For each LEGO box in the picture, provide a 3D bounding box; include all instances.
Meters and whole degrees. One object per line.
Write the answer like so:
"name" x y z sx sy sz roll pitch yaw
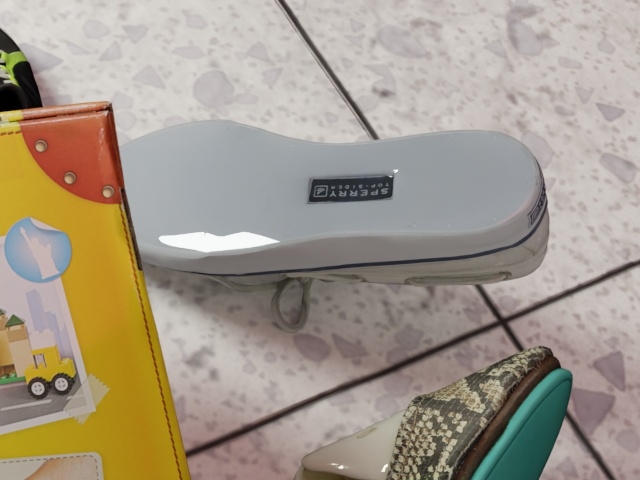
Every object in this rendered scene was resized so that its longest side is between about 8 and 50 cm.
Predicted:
"LEGO box" -0.341 0.145 1.006 0.500 0.193 0.372 -9 79 -25

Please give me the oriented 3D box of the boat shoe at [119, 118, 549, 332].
"boat shoe" 0.003 -0.007 1.343 0.367 0.156 0.136 -2 57 15

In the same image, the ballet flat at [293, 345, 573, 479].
"ballet flat" 0.034 0.247 1.169 0.182 0.164 0.483 12 52 15

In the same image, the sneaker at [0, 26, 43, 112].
"sneaker" -0.246 -0.104 1.342 0.084 0.097 0.235 -10 60 -25
